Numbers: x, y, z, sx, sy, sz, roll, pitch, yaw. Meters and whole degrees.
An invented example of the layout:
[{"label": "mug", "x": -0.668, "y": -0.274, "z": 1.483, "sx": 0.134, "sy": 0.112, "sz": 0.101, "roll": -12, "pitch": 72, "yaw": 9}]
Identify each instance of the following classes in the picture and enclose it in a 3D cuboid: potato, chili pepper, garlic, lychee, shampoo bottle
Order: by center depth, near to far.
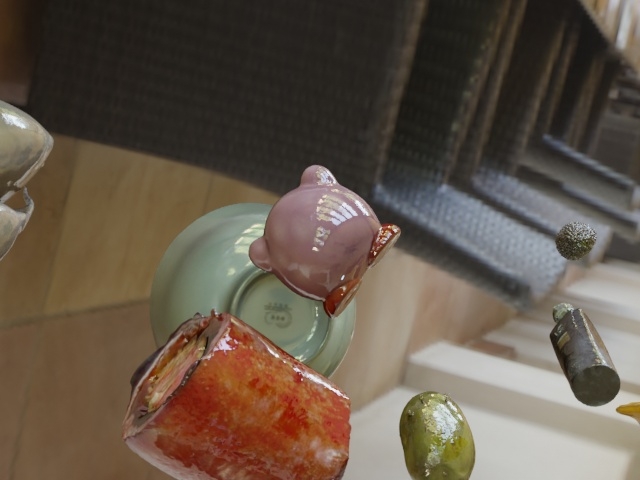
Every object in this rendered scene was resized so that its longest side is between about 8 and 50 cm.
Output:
[{"label": "garlic", "x": -0.446, "y": -0.040, "z": 1.461, "sx": 0.340, "sy": 0.246, "sz": 0.231, "roll": -10, "pitch": 72, "yaw": -44}, {"label": "shampoo bottle", "x": 0.322, "y": 0.133, "z": 1.495, "sx": 0.057, "sy": 0.063, "sz": 0.207, "roll": -43, "pitch": -165, "yaw": 16}, {"label": "potato", "x": 0.146, "y": 0.251, "z": 1.512, "sx": 0.070, "sy": 0.092, "sz": 0.138, "roll": 108, "pitch": -25, "yaw": -51}, {"label": "chili pepper", "x": -0.109, "y": 0.256, "z": 1.754, "sx": 0.251, "sy": 0.305, "sz": 0.229, "roll": -56, "pitch": -159, "yaw": 9}, {"label": "lychee", "x": 0.427, "y": 0.002, "z": 2.027, "sx": 0.083, "sy": 0.068, "sz": 0.067, "roll": -3, "pitch": 102, "yaw": -72}]

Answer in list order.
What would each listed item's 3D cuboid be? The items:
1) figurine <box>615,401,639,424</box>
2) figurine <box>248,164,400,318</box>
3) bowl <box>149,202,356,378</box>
[{"label": "figurine", "x": 0.540, "y": 0.403, "z": 1.789, "sx": 0.187, "sy": 0.215, "sz": 0.343, "roll": 28, "pitch": 52, "yaw": -75}, {"label": "figurine", "x": 0.000, "y": 0.000, "z": 1.722, "sx": 0.173, "sy": 0.173, "sz": 0.173, "roll": 14, "pitch": 90, "yaw": -73}, {"label": "bowl", "x": -0.088, "y": 0.116, "z": 1.965, "sx": 0.185, "sy": 0.354, "sz": 0.353, "roll": -173, "pitch": -82, "yaw": -71}]
